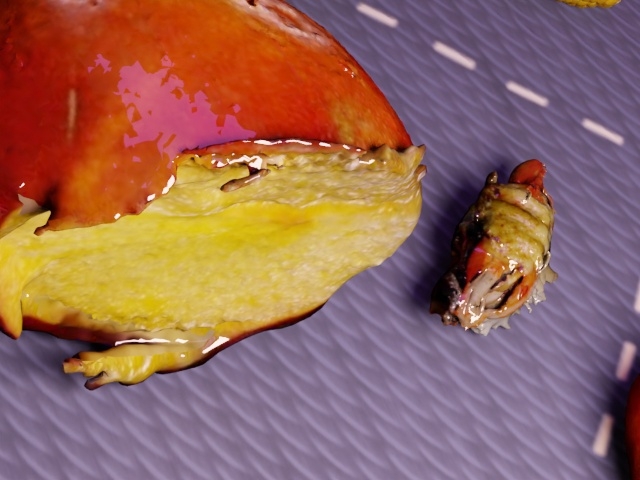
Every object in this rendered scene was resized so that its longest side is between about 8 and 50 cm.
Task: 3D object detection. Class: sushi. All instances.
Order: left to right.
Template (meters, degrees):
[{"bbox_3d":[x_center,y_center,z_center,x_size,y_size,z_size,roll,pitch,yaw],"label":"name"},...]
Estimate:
[{"bbox_3d":[0.178,0.013,1.527,0.097,0.103,0.226,13,52,21],"label":"sushi"}]

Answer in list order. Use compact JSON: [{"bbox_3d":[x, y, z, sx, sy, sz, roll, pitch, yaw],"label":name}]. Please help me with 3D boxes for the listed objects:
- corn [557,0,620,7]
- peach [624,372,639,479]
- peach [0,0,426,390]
[{"bbox_3d":[0.201,-0.330,1.756,0.313,0.102,0.102,17,54,-9],"label":"corn"},{"bbox_3d":[0.378,0.185,1.424,0.244,0.199,0.243,5,54,-6],"label":"peach"},{"bbox_3d":[-0.122,-0.067,1.308,0.417,0.339,0.353,26,55,-8],"label":"peach"}]
